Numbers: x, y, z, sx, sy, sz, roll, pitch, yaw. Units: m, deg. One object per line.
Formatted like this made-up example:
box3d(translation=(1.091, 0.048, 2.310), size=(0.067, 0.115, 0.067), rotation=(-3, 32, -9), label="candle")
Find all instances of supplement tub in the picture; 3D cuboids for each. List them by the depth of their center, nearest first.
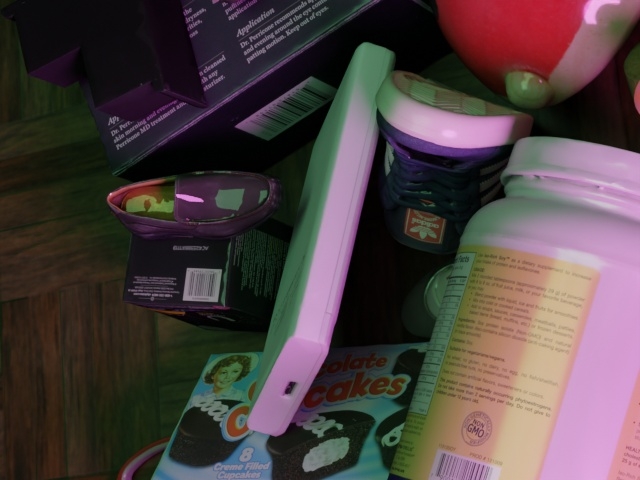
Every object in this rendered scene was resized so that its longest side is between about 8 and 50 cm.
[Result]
box3d(translation=(0.201, 0.107, 1.436), size=(0.241, 0.241, 0.331), rotation=(14, 82, 30), label="supplement tub")

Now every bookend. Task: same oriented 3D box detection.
box3d(translation=(-0.204, -0.173, 1.715), size=(0.156, 0.072, 0.157), rotation=(-24, 70, 24), label="bookend")

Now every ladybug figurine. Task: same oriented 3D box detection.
box3d(translation=(0.195, -0.326, 1.608), size=(0.305, 0.162, 0.449), rotation=(-31, 44, 54), label="ladybug figurine")

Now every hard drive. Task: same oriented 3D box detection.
box3d(translation=(0.000, 0.000, 1.656), size=(0.040, 0.203, 0.307), rotation=(17, 59, -5), label="hard drive")

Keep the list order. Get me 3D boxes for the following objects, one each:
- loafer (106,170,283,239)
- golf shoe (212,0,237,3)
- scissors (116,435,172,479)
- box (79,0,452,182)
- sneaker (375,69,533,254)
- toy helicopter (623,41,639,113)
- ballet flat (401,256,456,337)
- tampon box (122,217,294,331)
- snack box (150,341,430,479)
box3d(translation=(-0.116, -0.034, 1.665), size=(0.170, 0.061, 0.062), rotation=(-11, 71, 25), label="loafer")
box3d(translation=(-0.122, -0.341, 1.703), size=(0.120, 0.105, 0.273), rotation=(-38, 68, -2), label="golf shoe")
box3d(translation=(-0.233, 0.298, 1.877), size=(0.297, 0.021, 0.109), rotation=(-29, 70, 22), label="scissors")
box3d(translation=(-0.081, -0.261, 1.809), size=(0.343, 0.179, 0.312), rotation=(-31, 68, 20), label="box")
box3d(translation=(0.105, -0.058, 1.587), size=(0.131, 0.350, 0.148), rotation=(21, 96, 10), label="sneaker")
box3d(translation=(0.398, -0.136, 1.410), size=(0.355, 0.235, 0.140), rotation=(4, 121, 37), label="toy helicopter")
box3d(translation=(0.158, 0.035, 1.685), size=(0.213, 0.068, 0.072), rotation=(-19, 72, 25), label="ballet flat")
box3d(translation=(-0.095, 0.028, 1.768), size=(0.120, 0.161, 0.101), rotation=(1, 78, 29), label="tampon box")
box3d(translation=(0.013, 0.180, 1.684), size=(0.322, 0.060, 0.187), rotation=(-5, 39, 28), label="snack box")
